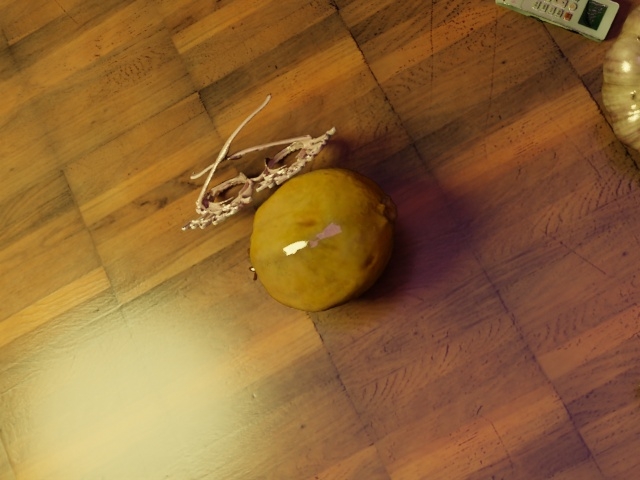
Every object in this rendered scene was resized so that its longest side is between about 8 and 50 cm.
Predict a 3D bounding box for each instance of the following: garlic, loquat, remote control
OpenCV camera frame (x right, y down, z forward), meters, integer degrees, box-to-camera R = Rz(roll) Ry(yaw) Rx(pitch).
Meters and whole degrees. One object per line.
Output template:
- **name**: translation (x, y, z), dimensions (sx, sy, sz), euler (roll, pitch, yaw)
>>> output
- **garlic**: translation (0.486, -0.211, 1.271), dimensions (0.245, 0.160, 0.245), euler (2, 98, 11)
- **loquat**: translation (0.000, 0.000, 1.321), dimensions (0.234, 0.176, 0.187), euler (-29, 30, 22)
- **remote control**: translation (0.342, -0.342, 1.399), dimensions (0.166, 0.029, 0.065), euler (24, 82, 13)

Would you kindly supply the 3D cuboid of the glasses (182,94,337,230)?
- **glasses**: translation (-0.097, -0.108, 1.368), dimensions (0.255, 0.095, 0.162), euler (-33, 28, 7)
